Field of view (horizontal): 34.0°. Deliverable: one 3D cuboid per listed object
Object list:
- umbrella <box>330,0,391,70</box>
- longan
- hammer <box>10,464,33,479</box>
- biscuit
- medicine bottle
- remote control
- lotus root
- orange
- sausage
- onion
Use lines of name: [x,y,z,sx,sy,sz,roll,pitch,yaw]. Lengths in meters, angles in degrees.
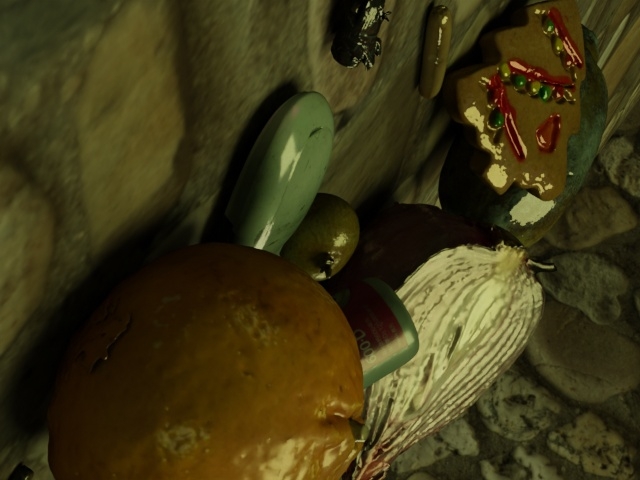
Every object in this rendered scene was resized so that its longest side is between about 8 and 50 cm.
umbrella: [0.033,-0.167,0.672,0.037,0.040,0.144,-36,157,-29]
longan: [0.000,0.000,0.863,0.075,0.083,0.075,-9,131,-11]
hammer: [-0.273,0.277,0.730,0.292,0.029,0.058,-59,168,10]
biscuit: [0.226,-0.161,1.116,0.212,0.041,0.238,36,74,-35]
medicine bottle: [-0.019,0.120,0.960,0.217,0.090,0.090,-29,158,-16]
remote control: [-0.042,-0.007,0.782,0.097,0.045,0.256,-42,164,-41]
lotus root: [0.262,-0.136,1.251,0.322,0.158,0.140,-58,-175,-13]
orange: [-0.070,0.109,0.682,0.219,0.193,0.219,-36,141,-36]
sausage: [0.102,-0.165,0.928,0.024,0.024,0.132,-51,166,-16]
onion: [0.078,0.112,1.170,0.267,0.159,0.348,29,98,-43]
